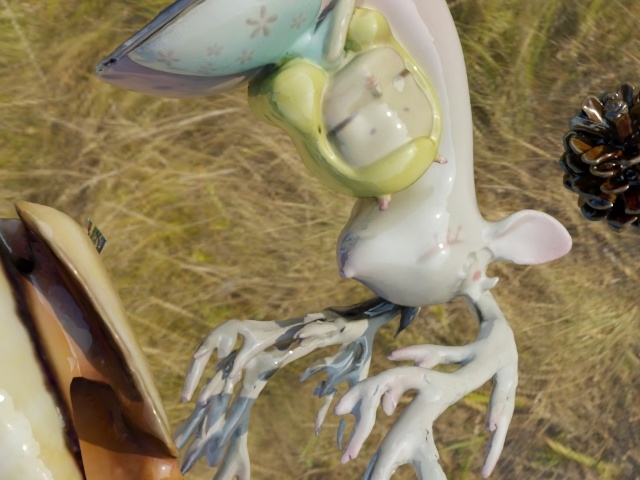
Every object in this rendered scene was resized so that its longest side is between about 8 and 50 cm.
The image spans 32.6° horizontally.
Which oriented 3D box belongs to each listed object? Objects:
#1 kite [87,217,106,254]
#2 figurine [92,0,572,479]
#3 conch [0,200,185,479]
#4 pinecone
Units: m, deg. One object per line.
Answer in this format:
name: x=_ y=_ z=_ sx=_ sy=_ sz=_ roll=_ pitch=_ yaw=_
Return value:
kite: x=-0.284 y=0.019 z=1.346 sx=0.004 sy=0.090 sz=0.122 roll=21 pitch=113 yaw=10
figurine: x=-0.004 y=-0.001 z=0.646 sx=0.316 sy=0.284 sz=0.206 roll=52 pitch=150 yaw=-14
conch: x=-0.181 y=0.079 z=0.604 sx=0.255 sy=0.158 sz=0.127 roll=59 pitch=151 yaw=-3
pinecone: x=0.415 y=-0.120 z=1.489 sx=0.185 sy=0.169 sz=0.212 roll=-22 pitch=124 yaw=16
